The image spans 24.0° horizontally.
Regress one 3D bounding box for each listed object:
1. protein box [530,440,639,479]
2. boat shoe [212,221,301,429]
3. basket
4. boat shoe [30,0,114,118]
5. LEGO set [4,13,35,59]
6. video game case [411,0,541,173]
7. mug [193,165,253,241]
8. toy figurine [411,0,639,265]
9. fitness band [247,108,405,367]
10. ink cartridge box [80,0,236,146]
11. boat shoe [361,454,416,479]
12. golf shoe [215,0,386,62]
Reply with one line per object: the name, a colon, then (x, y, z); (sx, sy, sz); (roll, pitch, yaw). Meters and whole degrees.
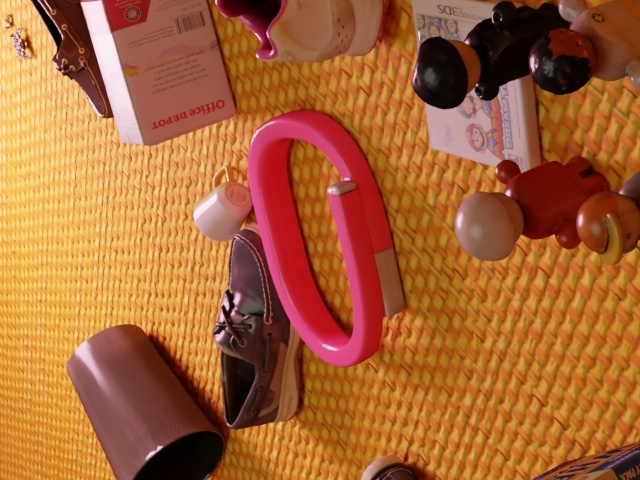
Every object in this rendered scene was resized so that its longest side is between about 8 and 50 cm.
protein box: (0.263, 0.299, 1.344); (0.200, 0.136, 0.201); (65, 151, 5)
boat shoe: (-0.084, 0.114, 1.829); (0.103, 0.092, 0.285); (37, 139, 42)
basket: (-0.258, 0.244, 2.155); (0.227, 0.154, 0.204); (55, 147, 27)
boat shoe: (-0.327, -0.253, 1.999); (0.073, 0.073, 0.207); (-24, 90, 60)
LEGO set: (-0.450, -0.295, 2.218); (0.083, 0.023, 0.054); (41, 142, 38)
video game case: (0.140, -0.145, 1.360); (0.143, 0.019, 0.157); (22, 128, 52)
mug: (-0.117, -0.046, 1.810); (0.078, 0.062, 0.064); (55, 141, 8)
toy figurine: (0.189, -0.087, 1.188); (0.209, 0.148, 0.213); (7, 115, 57)
fitness band: (0.000, 0.000, 1.655); (0.209, 0.054, 0.291); (12, 118, 56)
ink cartridge box: (-0.187, -0.210, 1.739); (0.072, 0.127, 0.175); (10, 118, 58)
boat shoe: (0.082, 0.358, 1.736); (0.069, 0.081, 0.227); (39, 138, 47)
golf shoe: (-0.063, -0.296, 1.469); (0.306, 0.140, 0.115); (55, 150, 23)
